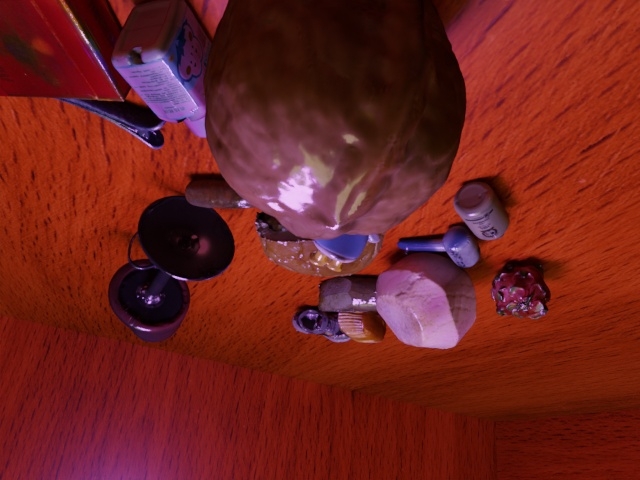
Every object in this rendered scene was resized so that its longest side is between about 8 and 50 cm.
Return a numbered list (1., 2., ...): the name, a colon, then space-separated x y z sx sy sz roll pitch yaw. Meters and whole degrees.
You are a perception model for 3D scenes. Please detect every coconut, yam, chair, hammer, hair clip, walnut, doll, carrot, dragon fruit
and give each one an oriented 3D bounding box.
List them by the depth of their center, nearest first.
1. walnut: 0.016 -0.159 0.600 0.306 0.344 0.306 1 146 1
2. hair clip: -0.412 -0.245 0.907 0.275 0.048 0.083 20 154 -12
3. doll: 0.058 -0.051 0.972 0.135 0.241 0.099 26 -167 13
4. carrot: -0.126 -0.101 1.076 0.342 0.070 0.070 0 153 14
5. hammer: 0.271 0.014 1.196 0.193 0.070 0.116 1 155 34
6. chair: -0.392 0.091 1.273 0.226 0.227 0.401 20 139 -22
7. coconut: 0.269 0.144 1.280 0.259 0.259 0.259 7 154 3
8. dragon fruit: 0.503 0.128 1.289 0.137 0.135 0.236 1 174 16
9. yam: 0.109 0.158 1.485 0.259 0.106 0.106 -2 152 16

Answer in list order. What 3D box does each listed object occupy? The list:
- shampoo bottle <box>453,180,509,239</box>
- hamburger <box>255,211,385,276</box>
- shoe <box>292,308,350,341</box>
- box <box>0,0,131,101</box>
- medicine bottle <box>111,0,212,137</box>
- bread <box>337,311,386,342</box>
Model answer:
1. shampoo bottle: 0.331 -0.048 1.021 0.079 0.079 0.162 -10 148 34
2. hamburger: 0.000 0.000 1.165 0.308 0.132 0.211 1 149 11
3. shoe: 0.009 0.282 1.764 0.227 0.099 0.125 10 157 7
4. box: -0.454 -0.304 0.736 0.313 0.089 0.197 5 152 8
5. medicine bottle: -0.205 -0.241 0.751 0.094 0.119 0.188 -1 152 20
6. bread: 0.142 0.255 1.633 0.114 0.132 0.190 -5 155 26
